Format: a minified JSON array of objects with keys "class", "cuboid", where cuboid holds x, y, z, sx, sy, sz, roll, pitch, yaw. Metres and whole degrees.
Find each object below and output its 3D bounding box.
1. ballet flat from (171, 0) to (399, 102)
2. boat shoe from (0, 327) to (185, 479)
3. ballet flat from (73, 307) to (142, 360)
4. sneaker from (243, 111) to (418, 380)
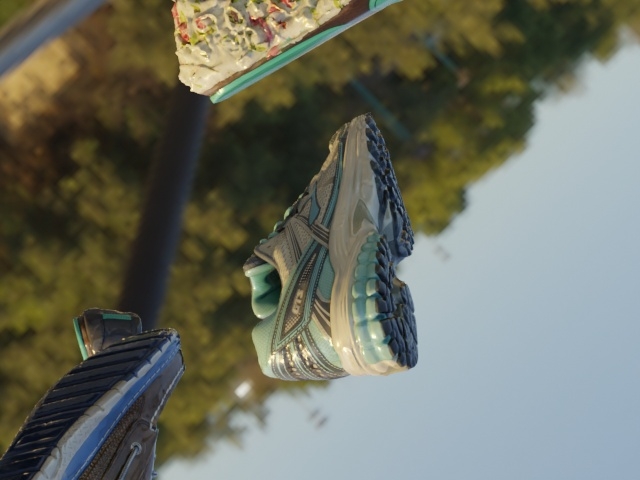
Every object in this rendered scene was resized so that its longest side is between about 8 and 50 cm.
[{"class":"ballet flat","cuboid":[0.013,-0.167,1.133,0.241,0.077,0.091,-26,179,4]},{"class":"boat shoe","cuboid":[-0.121,0.116,0.958,0.066,0.066,0.183,-12,-154,40]},{"class":"ballet flat","cuboid":[-0.176,0.129,1.642,0.074,0.074,0.203,-47,155,-31]},{"class":"sneaker","cuboid":[0.000,0.000,1.388,0.122,0.110,0.283,-14,-149,12]}]
